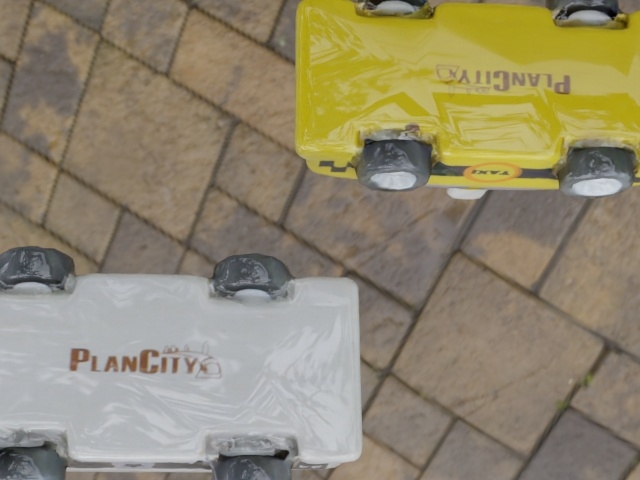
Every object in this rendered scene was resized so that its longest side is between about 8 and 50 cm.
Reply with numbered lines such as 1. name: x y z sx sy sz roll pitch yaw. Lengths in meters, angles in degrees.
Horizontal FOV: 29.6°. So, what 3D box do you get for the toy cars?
1. toy cars: 0.000 0.000 0.563 0.176 0.393 0.087 48 164 11
